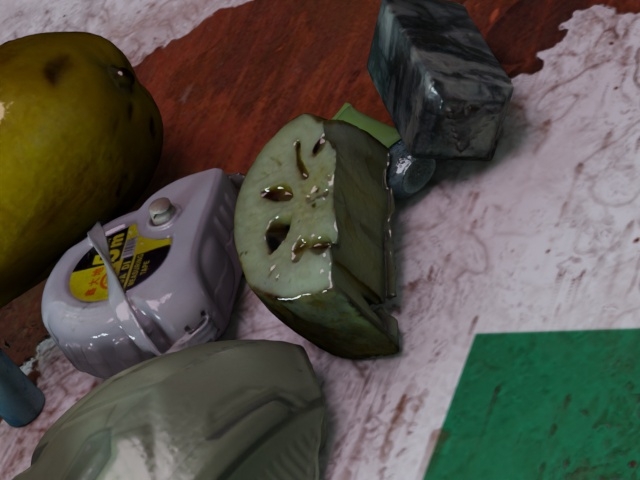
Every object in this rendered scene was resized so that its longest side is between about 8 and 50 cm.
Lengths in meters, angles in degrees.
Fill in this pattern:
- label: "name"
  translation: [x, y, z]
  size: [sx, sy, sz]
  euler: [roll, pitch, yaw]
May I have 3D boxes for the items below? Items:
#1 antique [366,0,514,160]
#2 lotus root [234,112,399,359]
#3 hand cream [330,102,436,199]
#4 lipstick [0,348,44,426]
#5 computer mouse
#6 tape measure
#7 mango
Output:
- label: "antique"
  translation: [0.114, -0.152, 1.799]
  size: [0.088, 0.086, 0.183]
  euler: [2, 34, -17]
- label: "lotus root"
  translation: [0.000, 0.000, 1.708]
  size: [0.138, 0.119, 0.234]
  euler: [-31, 46, 27]
- label: "hand cream"
  translation: [0.046, -0.084, 1.844]
  size: [0.095, 0.046, 0.175]
  euler: [-50, 34, -12]
- label: "lipstick"
  translation: [-0.333, 0.118, 1.830]
  size: [0.048, 0.158, 0.048]
  euler: [-22, 39, 19]
- label: "computer mouse"
  translation: [-0.169, 0.230, 1.600]
  size: [0.228, 0.145, 0.429]
  euler: [23, 66, 46]
- label: "tape measure"
  translation: [-0.172, 0.045, 1.812]
  size: [0.197, 0.120, 0.236]
  euler: [-14, 37, 21]
- label: "mango"
  translation: [-0.359, -0.037, 1.926]
  size: [0.445, 0.220, 0.301]
  euler: [-40, -1, -7]
